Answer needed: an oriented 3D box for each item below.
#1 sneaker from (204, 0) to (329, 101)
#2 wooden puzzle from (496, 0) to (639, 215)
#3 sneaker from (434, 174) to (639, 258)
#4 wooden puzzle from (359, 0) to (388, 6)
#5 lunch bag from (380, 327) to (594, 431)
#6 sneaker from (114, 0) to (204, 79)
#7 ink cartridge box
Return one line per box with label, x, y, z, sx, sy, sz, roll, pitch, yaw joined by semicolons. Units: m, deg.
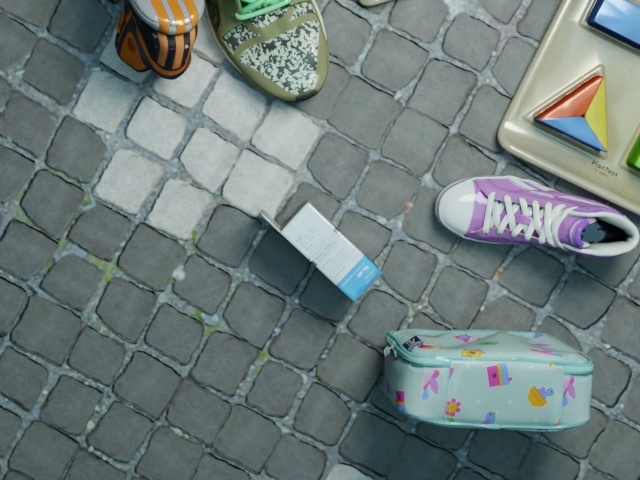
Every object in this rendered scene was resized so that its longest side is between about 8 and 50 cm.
sneaker;-0.108;-0.372;1.622;0.158;0.182;0.410;-25;101;3
wooden puzzle;0.466;-0.224;1.708;0.322;0.080;0.348;25;93;-3
sneaker;0.305;-0.033;1.681;0.282;0.161;0.102;6;96;-1
wooden puzzle;0.141;-0.467;1.697;0.239;0.044;0.221;-17;95;0
lunch bag;0.220;0.183;1.668;0.279;0.224;0.108;4;99;-8
sneaker;-0.257;-0.355;1.658;0.125;0.180;0.321;-9;61;-20
ink cartridge box;0.000;0.000;1.701;0.180;0.104;0.060;43;92;-5
